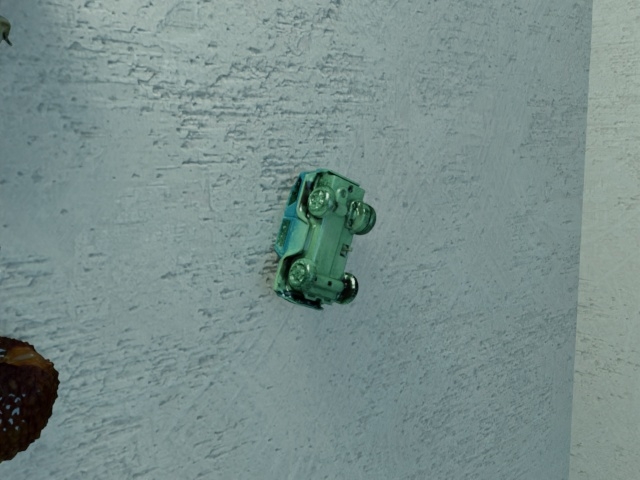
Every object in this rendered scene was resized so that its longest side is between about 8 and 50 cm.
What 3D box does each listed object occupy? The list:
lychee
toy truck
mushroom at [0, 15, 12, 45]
[{"bbox_3d":[-0.477,0.230,0.924,0.188,0.188,0.188,-7,101,-42],"label":"lychee"},{"bbox_3d":[0.000,0.000,1.330,0.155,0.156,0.278,20,83,-42],"label":"toy truck"},{"bbox_3d":[-0.545,-0.246,0.848,0.278,0.099,0.096,-25,101,-32],"label":"mushroom"}]
